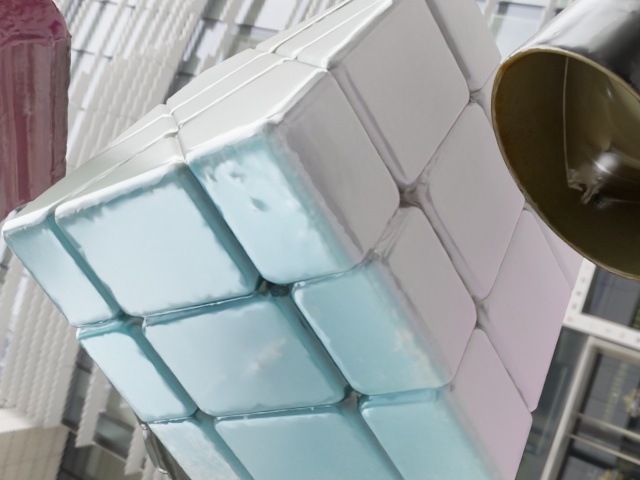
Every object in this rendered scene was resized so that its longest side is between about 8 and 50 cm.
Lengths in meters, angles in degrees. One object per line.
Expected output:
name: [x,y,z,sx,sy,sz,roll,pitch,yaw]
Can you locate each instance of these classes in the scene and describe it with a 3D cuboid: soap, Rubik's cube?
soap: [-0.401,-0.195,0.887,0.128,0.233,0.359,-35,-9,-29]
Rubik's cube: [0.000,0.000,0.668,0.316,0.322,0.319,59,-139,-21]

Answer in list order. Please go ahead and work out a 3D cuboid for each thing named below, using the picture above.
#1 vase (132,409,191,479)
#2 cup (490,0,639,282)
vase: [-0.129,0.239,0.774,0.060,0.060,0.211,-33,-84,-49]
cup: [0.225,-0.054,0.401,0.177,0.239,0.166,-35,-10,-15]
